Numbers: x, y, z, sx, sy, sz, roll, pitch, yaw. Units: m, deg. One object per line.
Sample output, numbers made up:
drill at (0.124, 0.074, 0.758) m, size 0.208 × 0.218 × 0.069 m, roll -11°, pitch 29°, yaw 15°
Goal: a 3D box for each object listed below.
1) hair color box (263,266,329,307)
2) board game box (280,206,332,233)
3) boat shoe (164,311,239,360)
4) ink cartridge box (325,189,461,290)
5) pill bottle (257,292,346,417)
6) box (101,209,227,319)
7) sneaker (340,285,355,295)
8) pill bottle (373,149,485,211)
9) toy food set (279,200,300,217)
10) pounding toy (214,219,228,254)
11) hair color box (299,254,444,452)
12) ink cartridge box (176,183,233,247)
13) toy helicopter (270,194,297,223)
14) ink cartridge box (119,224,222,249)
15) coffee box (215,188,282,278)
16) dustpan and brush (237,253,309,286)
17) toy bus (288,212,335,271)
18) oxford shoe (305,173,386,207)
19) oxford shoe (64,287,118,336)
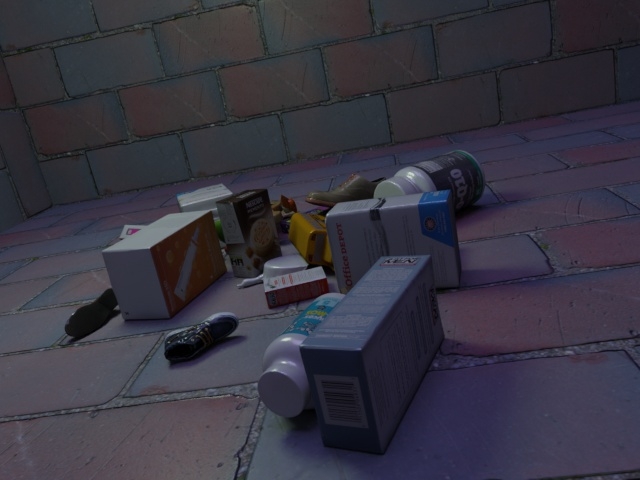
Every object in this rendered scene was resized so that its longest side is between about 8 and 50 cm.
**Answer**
hair color box at (-0.067, 0.125, 1.561) m, size 0.167 × 0.053 × 0.093 m, roll -12°, pitch 18°, yaw -5°
board game box at (0.035, -0.063, 2.115) m, size 0.208 × 0.056 × 0.347 m, roll -28°, pitch 23°, yaw -32°
boat shoe at (-0.276, 0.230, 1.355) m, size 0.183 × 0.065 × 0.083 m, roll -20°, pitch 19°, yaw -5°
ink cartridge box at (0.190, 0.006, 1.480) m, size 0.307 × 0.223 × 0.129 m, roll -6°, pitch 17°, yaw 19°
pill bottle at (-0.011, 0.213, 1.081) m, size 0.146 × 0.146 × 0.264 m, roll -3°, pitch 20°, yaw 28°
box at (-0.451, 0.064, 1.733) m, size 0.168 × 0.215 × 0.345 m, roll -4°, pitch 19°, yaw 21°
sneaker at (0.092, 0.146, 1.365) m, size 0.071 × 0.066 × 0.188 m, roll -12°, pitch 17°, yaw -4°
pill bottle at (0.367, -0.167, 1.955) m, size 0.361 × 0.204 × 0.204 m, roll -23°, pitch 20°, yaw -32°
toy food set at (-0.169, -0.111, 2.431) m, size 0.132 × 0.038 × 0.192 m, roll -24°, pitch 25°, yaw -16°
pounding toy at (-0.293, 0.012, 1.961) m, size 0.183 × 0.110 × 0.237 m, roll 21°, pitch -22°, yaw -37°
hair color box at (0.111, 0.179, 1.039) m, size 0.113 × 0.185 × 0.374 m, roll -3°, pitch 19°, yaw 29°
ink cartridge box at (-0.431, -0.089, 2.242) m, size 0.198 × 0.197 × 0.270 m, roll -15°, pitch 17°, yaw -14°
toy helicopter at (-0.186, -0.101, 2.172) m, size 0.235 × 0.140 × 0.355 m, roll -17°, pitch 13°, yaw -10°
ink cartridge box at (-0.536, 0.009, 2.057) m, size 0.371 × 0.176 × 0.069 m, roll 0°, pitch 65°, yaw 39°
coffee box at (-0.218, -0.023, 1.804) m, size 0.098 × 0.247 × 0.141 m, roll 2°, pitch 22°, yaw 39°
dustpan and brush at (-0.146, 0.096, 1.724) m, size 0.211 × 0.060 × 0.147 m, roll -8°, pitch 15°, yaw -11°
toy bus at (0.000, 0.000, 1.757) m, size 0.130 × 0.108 × 0.333 m, roll 7°, pitch 12°, yaw -16°
oxford shoe at (0.101, -0.188, 2.202) m, size 0.348 × 0.130 × 0.123 m, roll -4°, pitch 10°, yaw -29°
oxford shoe at (-0.657, 0.219, 1.659) m, size 0.076 × 0.076 × 0.212 m, roll -37°, pitch 6°, yaw 29°
